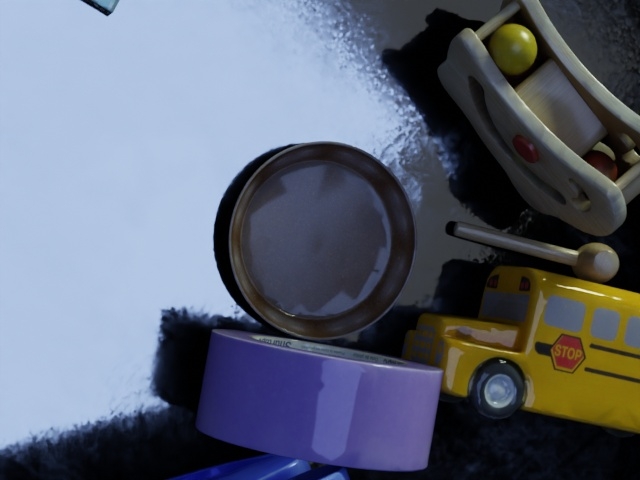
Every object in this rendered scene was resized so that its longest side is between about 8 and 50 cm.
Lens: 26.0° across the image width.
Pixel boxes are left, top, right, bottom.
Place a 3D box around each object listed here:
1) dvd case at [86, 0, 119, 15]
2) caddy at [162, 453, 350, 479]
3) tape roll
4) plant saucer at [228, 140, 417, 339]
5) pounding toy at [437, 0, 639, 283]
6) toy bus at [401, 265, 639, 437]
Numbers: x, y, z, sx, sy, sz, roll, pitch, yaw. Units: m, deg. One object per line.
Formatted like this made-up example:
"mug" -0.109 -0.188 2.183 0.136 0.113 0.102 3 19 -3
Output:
"dvd case" -0.200 -0.249 1.115 0.119 0.013 0.087 30 83 -16
"caddy" -0.103 0.286 1.050 0.341 0.241 0.179 -14 92 -17
"tape roll" -0.001 0.125 1.103 0.188 0.189 0.080 10 90 -18
"plant saucer" 0.000 0.000 1.182 0.168 0.029 0.169 0 91 -18
"pounding toy" 0.188 -0.065 1.176 0.155 0.154 0.269 -40 103 -13
"toy bus" 0.243 0.106 1.224 0.332 0.108 0.130 13 88 -18
